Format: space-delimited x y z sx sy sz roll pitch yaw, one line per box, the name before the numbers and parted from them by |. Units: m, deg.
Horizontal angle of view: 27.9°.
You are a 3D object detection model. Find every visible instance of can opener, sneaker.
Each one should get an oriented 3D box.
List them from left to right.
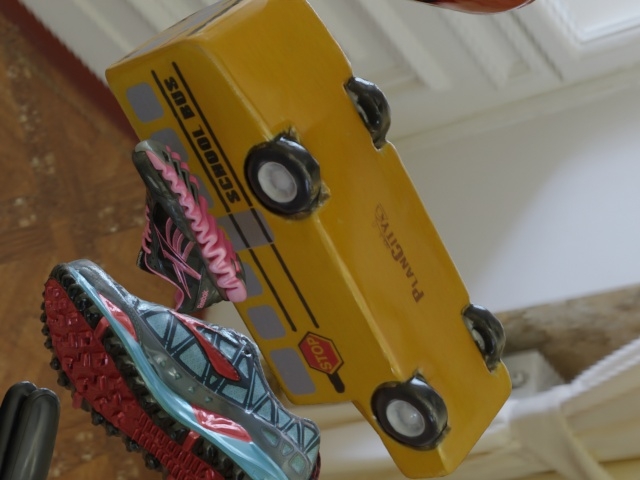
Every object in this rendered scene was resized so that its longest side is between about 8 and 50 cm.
can opener | -0.182 0.172 0.727 0.073 0.059 0.186 14 80 -47
sneaker | -0.090 -0.003 0.770 0.047 0.057 0.119 -96 162 -63
sneaker | -0.107 0.110 1.003 0.262 0.104 0.125 46 43 7

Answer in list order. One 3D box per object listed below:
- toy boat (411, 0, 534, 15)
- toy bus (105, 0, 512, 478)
toy boat | 0.112 -0.053 0.240 0.148 0.318 0.268 8 99 -57
toy bus | 0.000 0.000 0.859 0.108 0.130 0.333 -45 113 -44
